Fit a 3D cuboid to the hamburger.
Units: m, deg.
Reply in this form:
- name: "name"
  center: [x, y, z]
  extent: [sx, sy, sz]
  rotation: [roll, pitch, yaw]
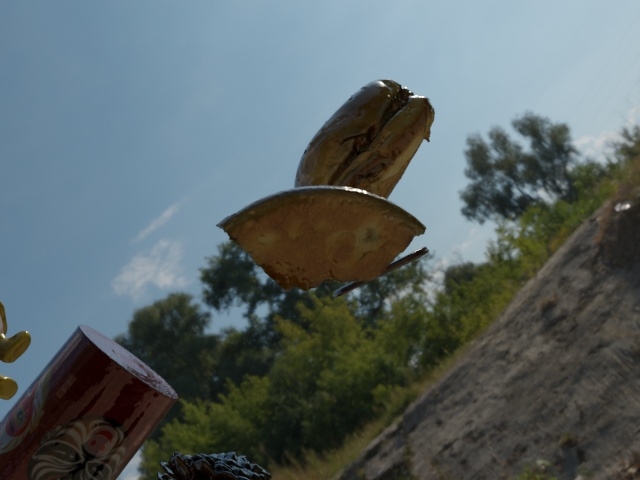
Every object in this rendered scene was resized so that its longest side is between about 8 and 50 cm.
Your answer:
- name: "hamburger"
  center: [0.082, -0.144, 1.218]
  extent: [0.304, 0.174, 0.284]
  rotation: [-47, -16, -24]

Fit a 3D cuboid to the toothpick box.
- name: "toothpick box"
  center: [-0.405, 0.324, 0.995]
  extent: [0.333, 0.204, 0.204]
  rotation: [-52, -18, -11]

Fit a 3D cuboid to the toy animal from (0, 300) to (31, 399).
- name: "toy animal"
  center: [-0.447, 0.110, 0.722]
  extent: [0.156, 0.229, 0.156]
  rotation: [15, -90, -83]

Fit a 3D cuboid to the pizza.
- name: "pizza"
  center: [0.003, -0.006, 0.832]
  extent: [0.270, 0.135, 0.056]
  rotation: [-10, 14, 0]

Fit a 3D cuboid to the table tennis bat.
- name: "table tennis bat"
  center: [0.104, 0.050, 1.093]
  extent: [0.173, 0.022, 0.301]
  rotation: [-27, -4, 7]

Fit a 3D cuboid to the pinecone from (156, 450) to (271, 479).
- name: "pinecone"
  center: [-0.140, 0.397, 0.740]
  extent: [0.246, 0.246, 0.292]
  rotation: [81, -148, -67]
